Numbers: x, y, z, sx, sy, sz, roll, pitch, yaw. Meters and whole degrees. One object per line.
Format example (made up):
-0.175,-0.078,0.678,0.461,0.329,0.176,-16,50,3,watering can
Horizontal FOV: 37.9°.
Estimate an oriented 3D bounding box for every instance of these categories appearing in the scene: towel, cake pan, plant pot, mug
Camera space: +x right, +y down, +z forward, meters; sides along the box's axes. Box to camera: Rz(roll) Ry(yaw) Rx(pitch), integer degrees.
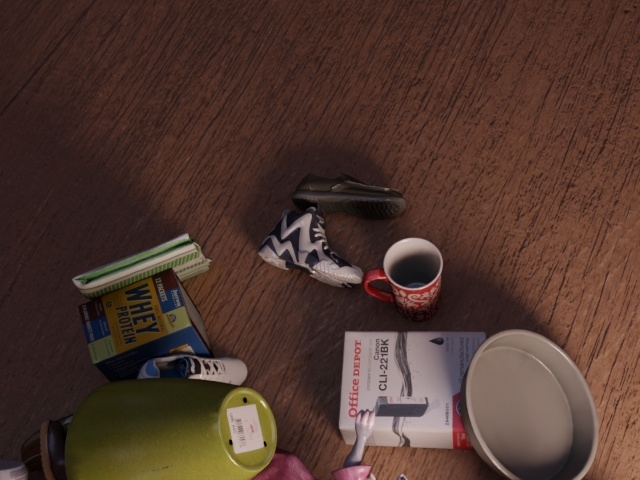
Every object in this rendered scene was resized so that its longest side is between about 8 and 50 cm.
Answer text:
-0.344,0.064,1.854,0.247,0.325,0.038,-22,82,-4,towel
0.367,0.304,1.664,0.293,0.054,0.293,13,61,-24,cake pan
-0.226,0.343,1.561,0.293,0.274,0.275,-20,53,35,plant pot
0.171,0.079,1.840,0.150,0.169,0.113,16,65,19,mug

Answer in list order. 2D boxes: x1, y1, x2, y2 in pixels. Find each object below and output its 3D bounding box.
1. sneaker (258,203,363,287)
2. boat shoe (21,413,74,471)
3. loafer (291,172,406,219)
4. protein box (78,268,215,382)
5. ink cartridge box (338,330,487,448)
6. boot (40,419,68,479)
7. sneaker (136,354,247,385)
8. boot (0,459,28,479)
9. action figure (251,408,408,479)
0.000,0.000,1.957,0.235,0.094,0.153,14,72,28,sneaker
-0.411,0.391,1.789,0.324,0.122,0.120,-17,63,0,boat shoe
0.063,-0.107,2.009,0.251,0.094,0.087,7,66,13,loafer
-0.338,0.190,1.843,0.199,0.201,0.136,-22,59,-3,protein box
0.175,0.280,1.755,0.272,0.114,0.197,-1,61,10,ink cartridge box
-0.391,0.424,1.718,0.206,0.090,0.249,-17,90,-6,boot
-0.237,0.258,1.800,0.237,0.086,0.085,1,57,-37,sneaker
-0.661,0.484,1.793,0.258,0.095,0.123,-2,93,35,boot
0.010,0.456,1.580,0.370,0.248,0.276,0,43,28,action figure
